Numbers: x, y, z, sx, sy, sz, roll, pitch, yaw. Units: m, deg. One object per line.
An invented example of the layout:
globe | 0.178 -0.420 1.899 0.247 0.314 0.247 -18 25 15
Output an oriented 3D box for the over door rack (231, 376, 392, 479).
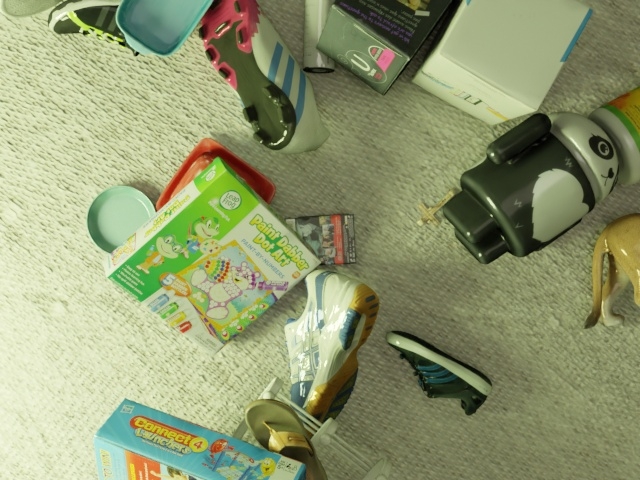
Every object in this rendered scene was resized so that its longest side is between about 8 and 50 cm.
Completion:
over door rack | -0.074 0.405 1.214 0.239 0.108 0.324 38 114 -2

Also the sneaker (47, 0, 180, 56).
sneaker | -0.326 -0.349 1.237 0.234 0.084 0.097 -9 94 0

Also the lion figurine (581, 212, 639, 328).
lion figurine | 0.597 -0.003 1.242 0.391 0.142 0.240 -14 85 4

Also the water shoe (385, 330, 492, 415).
water shoe | 0.190 0.226 1.277 0.203 0.073 0.080 29 94 -1

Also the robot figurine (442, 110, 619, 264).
robot figurine | 0.339 -0.083 1.213 0.278 0.209 0.174 -35 80 1

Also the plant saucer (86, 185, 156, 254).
plant saucer | -0.334 -0.033 1.283 0.119 0.021 0.120 0 92 0

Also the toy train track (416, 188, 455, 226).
toy train track | 0.198 -0.056 1.293 0.083 0.014 0.048 -43 93 1

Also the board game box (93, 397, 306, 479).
board game box | -0.184 0.420 1.162 0.301 0.086 0.308 16 126 15

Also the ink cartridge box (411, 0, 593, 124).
ink cartridge box | 0.269 -0.299 1.174 0.168 0.233 0.171 29 92 -4

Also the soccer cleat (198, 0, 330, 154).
soccer cleat | -0.093 -0.279 1.243 0.116 0.143 0.331 -35 71 32

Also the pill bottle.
pill bottle | 0.575 -0.204 1.231 0.245 0.136 0.136 -28 93 0

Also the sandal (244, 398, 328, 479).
sandal | -0.046 0.311 1.115 0.072 0.049 0.180 -31 93 2

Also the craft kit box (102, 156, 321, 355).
craft kit box | -0.166 0.034 1.203 0.246 0.061 0.250 -43 126 3

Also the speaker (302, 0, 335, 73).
speaker | -0.002 -0.350 1.256 0.055 0.055 0.136 1 92 -1

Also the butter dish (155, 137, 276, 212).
butter dish | -0.176 -0.068 1.235 0.159 0.118 0.160 36 92 -1

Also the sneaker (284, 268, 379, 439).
sneaker | -0.006 0.189 1.270 0.131 0.111 0.297 28 103 30

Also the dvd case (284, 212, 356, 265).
dvd case | 0.000 0.000 1.293 0.119 0.013 0.087 -4 92 -1

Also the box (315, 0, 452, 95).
box | 0.133 -0.389 1.177 0.143 0.165 0.270 35 79 -2

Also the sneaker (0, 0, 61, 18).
sneaker | -0.447 -0.476 1.186 0.169 0.108 0.293 36 58 1

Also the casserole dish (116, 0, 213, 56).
casserole dish | -0.241 -0.378 1.198 0.114 0.037 0.188 34 88 -14
